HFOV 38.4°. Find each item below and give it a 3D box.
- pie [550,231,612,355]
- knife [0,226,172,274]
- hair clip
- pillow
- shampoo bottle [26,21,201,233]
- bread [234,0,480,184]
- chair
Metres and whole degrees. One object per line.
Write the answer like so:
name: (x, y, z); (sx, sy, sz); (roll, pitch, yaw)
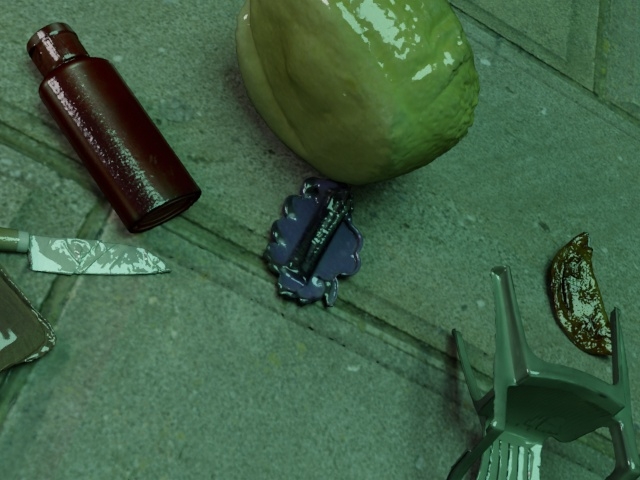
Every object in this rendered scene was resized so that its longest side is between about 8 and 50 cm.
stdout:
pie: (0.367, 0.077, 1.318); (0.088, 0.033, 0.191); (2, 66, -22)
knife: (-0.298, 0.011, 0.973); (0.297, 0.017, 0.047); (8, 59, -31)
hair clip: (0.000, -0.001, 1.139); (0.124, 0.052, 0.195); (28, 55, -5)
pillow: (-0.365, 0.101, 0.865); (0.135, 0.034, 0.211); (50, 50, 1)
shampoo bottle: (-0.248, -0.135, 1.065); (0.102, 0.064, 0.260); (-28, 77, -36)
bread: (0.054, -0.230, 1.151); (0.237, 0.320, 0.320); (-39, 85, -25)
chair: (0.249, 0.209, 1.082); (0.203, 0.190, 0.275); (21, 45, -16)
